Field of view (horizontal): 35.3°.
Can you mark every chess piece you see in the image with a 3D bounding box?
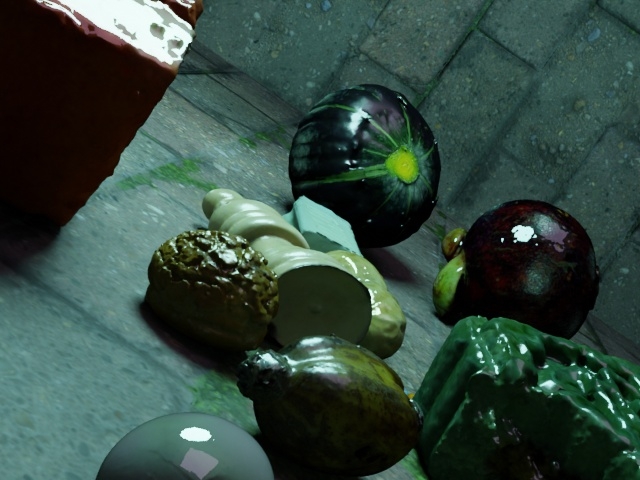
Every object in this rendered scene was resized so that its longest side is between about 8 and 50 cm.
[{"bbox_3d":[-0.064,0.017,1.251,0.139,0.124,0.307,-8,28,-24],"label":"chess piece"}]

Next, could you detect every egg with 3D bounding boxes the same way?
[{"bbox_3d":[-0.082,0.159,0.628,0.103,0.103,0.135,40,10,23],"label":"egg"}]

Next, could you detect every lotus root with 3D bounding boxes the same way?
[{"bbox_3d":[0.008,0.149,0.896,0.210,0.120,0.120,25,15,-34],"label":"lotus root"}]

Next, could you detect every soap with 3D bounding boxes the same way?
[{"bbox_3d":[0.000,0.000,1.566,0.115,0.063,0.198,30,12,-15],"label":"soap"}]

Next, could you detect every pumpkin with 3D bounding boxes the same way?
[{"bbox_3d":[0.064,-0.129,1.798,0.296,0.295,0.296,33,12,-8],"label":"pumpkin"}]

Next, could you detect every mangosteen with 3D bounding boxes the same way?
[{"bbox_3d":[0.344,0.064,1.770,0.288,0.288,0.288,33,12,-8],"label":"mangosteen"}]

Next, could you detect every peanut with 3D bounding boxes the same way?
[{"bbox_3d":[0.047,0.083,1.298,0.098,0.103,0.229,-13,19,-5],"label":"peanut"}]

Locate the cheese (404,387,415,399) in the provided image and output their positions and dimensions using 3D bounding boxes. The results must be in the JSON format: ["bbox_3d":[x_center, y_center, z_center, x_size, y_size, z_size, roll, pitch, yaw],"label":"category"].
[{"bbox_3d":[0.111,0.194,1.224,0.047,0.017,0.111,25,15,-50],"label":"cheese"}]

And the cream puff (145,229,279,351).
[{"bbox_3d":[-0.105,0.044,1.016,0.144,0.103,0.126,25,15,-16],"label":"cream puff"}]

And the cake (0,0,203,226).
[{"bbox_3d":[-0.296,-0.220,1.039,0.270,0.270,0.319,28,33,-22],"label":"cake"}]

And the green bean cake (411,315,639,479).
[{"bbox_3d":[0.270,0.231,1.049,0.300,0.169,0.308,18,22,-15],"label":"green bean cake"}]
